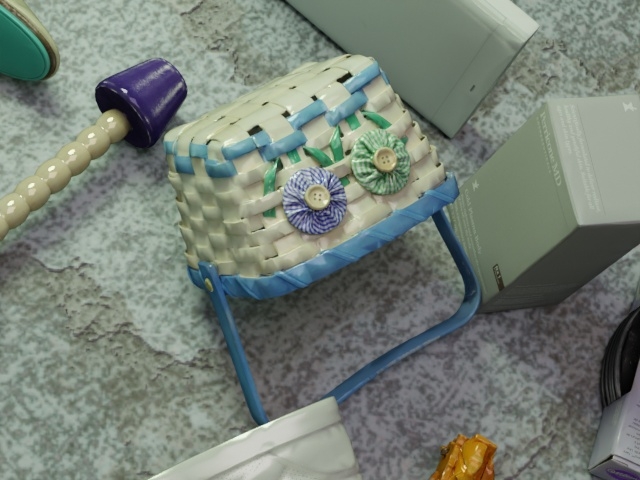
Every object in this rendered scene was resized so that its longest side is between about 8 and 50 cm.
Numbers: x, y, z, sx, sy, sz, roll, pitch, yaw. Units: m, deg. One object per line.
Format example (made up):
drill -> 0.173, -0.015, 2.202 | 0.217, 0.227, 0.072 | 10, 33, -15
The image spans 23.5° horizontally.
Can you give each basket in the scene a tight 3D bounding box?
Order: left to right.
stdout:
basket -> 0.000, 0.000, 1.378 | 0.255, 0.201, 0.289 | -33, 114, -24

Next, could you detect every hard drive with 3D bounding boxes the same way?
hard drive -> 0.049, -0.247, 1.477 | 0.307, 0.203, 0.040 | 40, 64, 3

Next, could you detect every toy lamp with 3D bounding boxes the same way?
toy lamp -> -0.231, -0.071, 1.397 | 0.080, 0.080, 0.274 | 45, 64, 6

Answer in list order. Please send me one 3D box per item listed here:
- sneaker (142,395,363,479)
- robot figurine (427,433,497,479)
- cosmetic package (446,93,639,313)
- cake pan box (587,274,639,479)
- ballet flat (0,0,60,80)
sneaker -> -0.088, 0.262, 1.281 | 0.292, 0.108, 0.169 | -23, 86, -11
robot figurine -> 0.125, 0.325, 1.326 | 0.211, 0.085, 0.291 | 26, 63, -3
cosmetic package -> 0.214, -0.029, 1.413 | 0.107, 0.238, 0.127 | -5, 69, -18
cake pan box -> 0.405, 0.156, 1.486 | 0.267, 0.070, 0.246 | 23, 62, -6
ballet flat -> -0.344, -0.234, 1.437 | 0.248, 0.086, 0.086 | 27, 63, -2
